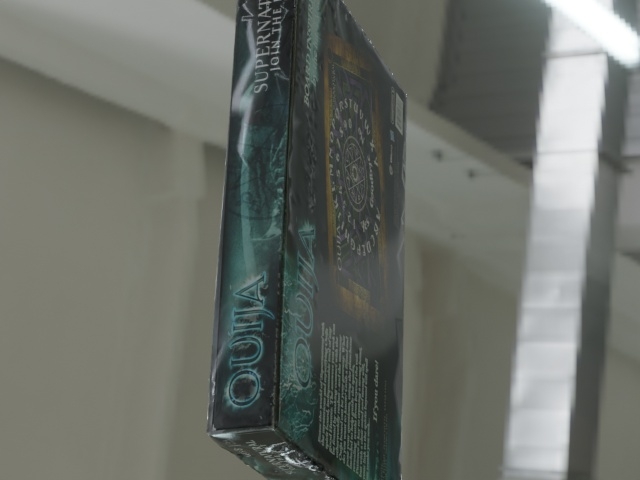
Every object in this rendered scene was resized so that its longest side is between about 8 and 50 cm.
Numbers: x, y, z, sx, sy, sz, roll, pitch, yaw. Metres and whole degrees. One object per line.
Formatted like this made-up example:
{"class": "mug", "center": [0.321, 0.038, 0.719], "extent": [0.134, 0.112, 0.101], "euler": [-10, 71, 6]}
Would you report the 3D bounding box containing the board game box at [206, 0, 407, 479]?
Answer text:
{"class": "board game box", "center": [0.000, 0.000, 0.595], "extent": [0.126, 0.026, 0.186], "euler": [49, -141, -57]}
